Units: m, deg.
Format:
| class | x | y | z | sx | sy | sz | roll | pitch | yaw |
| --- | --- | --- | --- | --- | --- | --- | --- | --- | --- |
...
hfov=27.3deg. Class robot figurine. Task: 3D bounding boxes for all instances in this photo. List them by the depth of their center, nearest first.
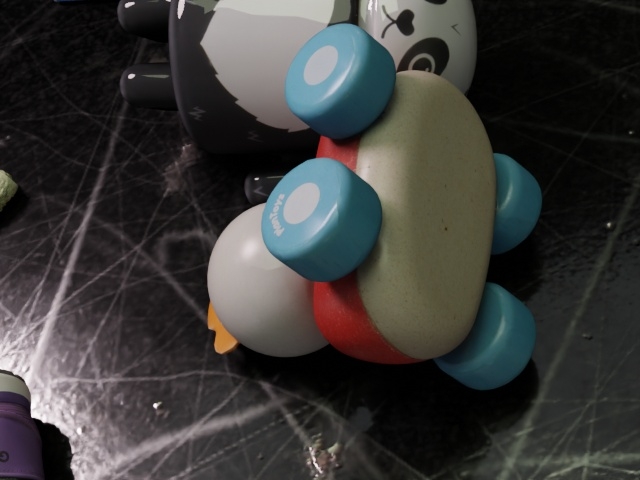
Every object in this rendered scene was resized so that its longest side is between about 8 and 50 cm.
| class | x | y | z | sx | sy | sz | roll | pitch | yaw |
| --- | --- | --- | --- | --- | --- | --- | --- | --- | --- |
| robot figurine | -0.017 | -0.153 | 1.037 | 0.278 | 0.209 | 0.173 | 0 | 42 | 12 |

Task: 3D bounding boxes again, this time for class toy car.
| class | x | y | z | sx | sy | sz | roll | pitch | yaw |
| --- | --- | --- | --- | --- | --- | --- | --- | --- | --- |
| toy car | 0.000 | 0.000 | 0.942 | 0.238 | 0.219 | 0.210 | -17 | 53 | 37 |

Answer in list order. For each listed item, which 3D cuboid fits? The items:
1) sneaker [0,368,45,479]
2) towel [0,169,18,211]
| class | x | y | z | sx | sy | sz | roll | pitch | yaw |
| --- | --- | --- | --- | --- | --- | --- | --- | --- | --- |
| sneaker | -0.331 | 0.189 | 0.907 | 0.283 | 0.107 | 0.124 | -19 | 60 | -2 |
| towel | -0.339 | -0.033 | 1.110 | 0.148 | 0.027 | 0.110 | 19 | 62 | 23 |
